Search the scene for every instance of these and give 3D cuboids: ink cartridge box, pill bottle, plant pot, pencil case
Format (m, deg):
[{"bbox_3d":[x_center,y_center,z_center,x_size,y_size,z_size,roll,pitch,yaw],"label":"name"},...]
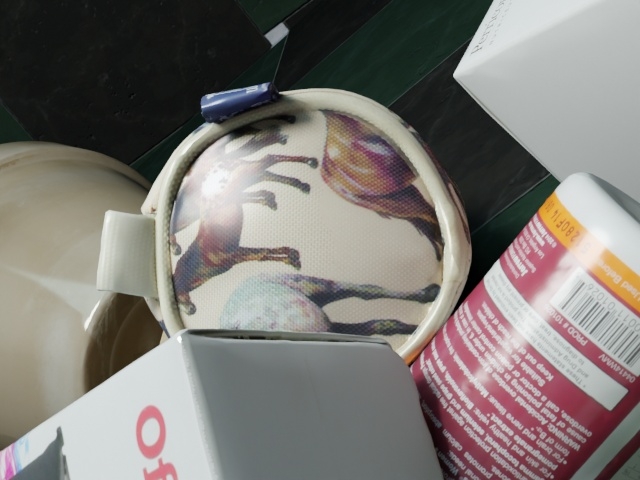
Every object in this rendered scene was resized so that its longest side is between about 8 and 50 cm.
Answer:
[{"bbox_3d":[-0.082,0.198,0.567,0.306,0.131,0.226,-36,61,37],"label":"ink cartridge box"},{"bbox_3d":[0.096,0.087,0.592,0.221,0.121,0.121,-52,14,14],"label":"pill bottle"},{"bbox_3d":[-0.189,0.080,1.097,0.280,0.323,0.323,8,52,50],"label":"plant pot"},{"bbox_3d":[0.000,0.000,0.816,0.410,0.183,0.160,3,-80,-85],"label":"pencil case"}]

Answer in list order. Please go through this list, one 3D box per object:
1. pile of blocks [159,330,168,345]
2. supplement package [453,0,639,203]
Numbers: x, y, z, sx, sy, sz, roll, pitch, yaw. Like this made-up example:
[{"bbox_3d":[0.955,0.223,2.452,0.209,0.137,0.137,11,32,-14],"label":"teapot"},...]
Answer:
[{"bbox_3d":[-0.095,0.211,0.871,0.113,0.149,0.362,13,58,19],"label":"pile of blocks"},{"bbox_3d":[0.252,-0.140,0.704,0.293,0.175,0.177,-24,31,52],"label":"supplement package"}]
